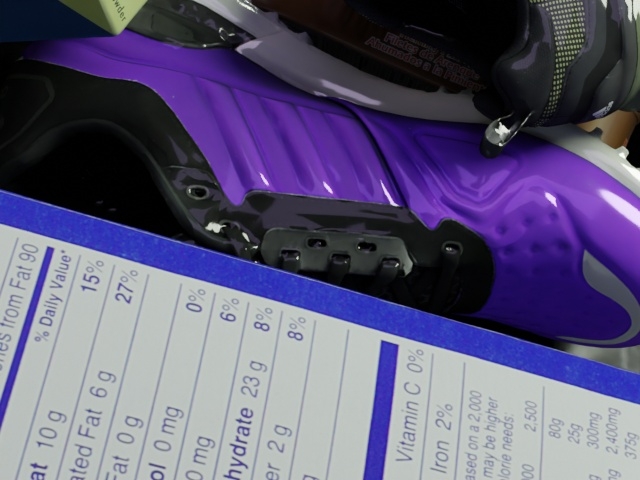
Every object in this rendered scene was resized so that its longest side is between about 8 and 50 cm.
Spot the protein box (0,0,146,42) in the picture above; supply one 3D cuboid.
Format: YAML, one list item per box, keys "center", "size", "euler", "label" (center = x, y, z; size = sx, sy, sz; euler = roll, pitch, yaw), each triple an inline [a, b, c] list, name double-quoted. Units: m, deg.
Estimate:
- center: [-0.137, -0.189, 0.759]
  size: [0.200, 0.136, 0.201]
  euler: [1, 41, 31]
  label: "protein box"

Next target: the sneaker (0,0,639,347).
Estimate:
- center: [0.000, 0.000, 0.748]
  size: [0.293, 0.102, 0.146]
  euler: [23, 53, 5]
  label: "sneaker"

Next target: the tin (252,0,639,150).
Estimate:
- center: [0.047, -0.077, 0.819]
  size: [0.189, 0.106, 0.040]
  euler: [24, 90, 1]
  label: "tin"

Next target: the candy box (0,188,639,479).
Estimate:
- center: [-0.008, 0.142, 0.514]
  size: [0.317, 0.268, 0.122]
  euler: [16, 46, -6]
  label: "candy box"

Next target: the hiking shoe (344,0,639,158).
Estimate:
- center: [0.051, -0.139, 0.740]
  size: [0.114, 0.086, 0.227]
  euler: [-19, 65, -30]
  label: "hiking shoe"
